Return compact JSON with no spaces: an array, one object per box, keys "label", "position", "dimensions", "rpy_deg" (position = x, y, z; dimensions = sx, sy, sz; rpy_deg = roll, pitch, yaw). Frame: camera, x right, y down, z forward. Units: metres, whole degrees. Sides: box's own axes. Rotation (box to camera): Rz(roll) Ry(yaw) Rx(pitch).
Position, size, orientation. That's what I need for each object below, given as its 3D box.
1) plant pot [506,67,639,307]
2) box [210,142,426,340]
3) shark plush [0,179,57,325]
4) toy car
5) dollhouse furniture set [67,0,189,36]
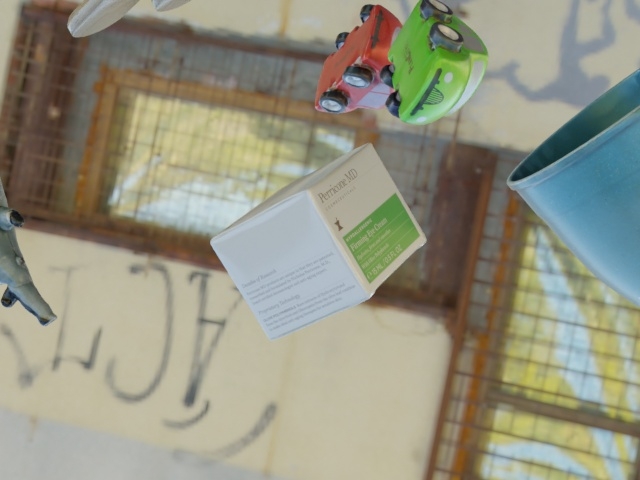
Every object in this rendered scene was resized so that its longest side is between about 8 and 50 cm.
[{"label":"plant pot","position":[0.374,-0.040,1.216],"dimensions":[0.255,0.271,0.271],"rpy_deg":[52,177,-3]},{"label":"box","position":[0.000,0.000,0.857],"dimensions":[0.102,0.087,0.101],"rpy_deg":[-27,-172,37]},{"label":"shark plush","position":[-0.252,-0.006,0.919],"dimensions":[0.073,0.161,0.067],"rpy_deg":[2,148,-49]},{"label":"toy car","position":[0.071,-0.139,0.798],"dimensions":[0.053,0.239,0.225],"rpy_deg":[22,-149,-17]},{"label":"dollhouse furniture set","position":[-0.139,-0.253,0.810],"dimensions":[0.161,0.212,0.242],"rpy_deg":[-31,179,44]}]
